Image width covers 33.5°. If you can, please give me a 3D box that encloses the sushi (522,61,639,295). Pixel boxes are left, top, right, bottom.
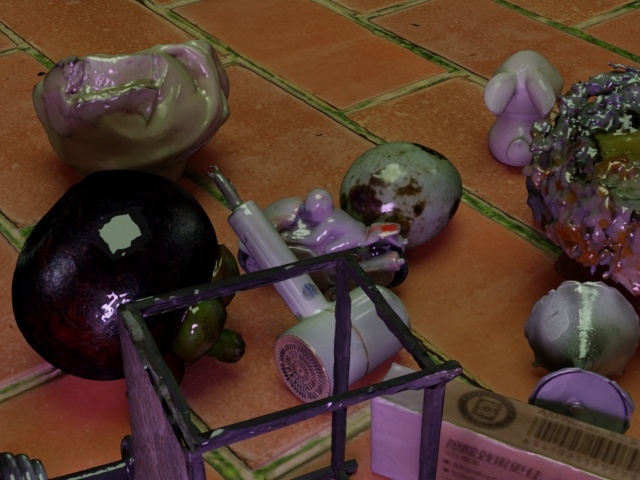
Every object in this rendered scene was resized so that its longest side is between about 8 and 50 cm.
[{"bbox_3d":[0.476,-0.075,1.478,0.417,0.176,0.418,3,45,-3],"label":"sushi"}]

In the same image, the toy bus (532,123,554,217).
[{"bbox_3d":[0.474,-0.083,1.690,0.262,0.150,0.128,14,67,18],"label":"toy bus"}]

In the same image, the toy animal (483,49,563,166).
[{"bbox_3d":[0.356,-0.227,1.876,0.127,0.193,0.179,9,44,14],"label":"toy animal"}]

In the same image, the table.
[{"bbox_3d":[-0.035,0.226,1.090,0.272,0.335,0.222,-13,37,-20],"label":"table"}]

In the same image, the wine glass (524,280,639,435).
[{"bbox_3d":[0.321,0.159,1.307,0.156,0.156,0.232,8,23,11],"label":"wine glass"}]

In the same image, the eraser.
[{"bbox_3d":[0.223,0.257,1.211,0.343,0.144,0.078,17,42,22],"label":"eraser"}]

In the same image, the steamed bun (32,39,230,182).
[{"bbox_3d":[-0.318,-0.192,1.790,0.346,0.238,0.394,-11,5,23],"label":"steamed bun"}]

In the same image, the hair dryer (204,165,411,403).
[{"bbox_3d":[-0.039,0.033,1.435,0.173,0.107,0.357,-29,80,-38],"label":"hair dryer"}]

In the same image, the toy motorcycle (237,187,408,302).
[{"bbox_3d":[0.000,0.000,1.560,0.260,0.171,0.110,4,36,10],"label":"toy motorcycle"}]

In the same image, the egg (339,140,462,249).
[{"bbox_3d":[0.132,-0.072,1.665,0.231,0.169,0.169,-13,34,-43],"label":"egg"}]

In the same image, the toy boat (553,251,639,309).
[{"bbox_3d":[0.507,0.046,1.565,0.317,0.099,0.141,8,63,12],"label":"toy boat"}]

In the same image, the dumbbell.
[{"bbox_3d":[-0.268,0.277,1.228,0.254,0.110,0.110,-11,36,-26],"label":"dumbbell"}]

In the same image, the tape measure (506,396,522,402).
[{"bbox_3d":[0.214,0.225,1.301,0.091,0.094,0.054,5,60,5],"label":"tape measure"}]

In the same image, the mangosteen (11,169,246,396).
[{"bbox_3d":[-0.252,0.057,1.406,0.300,0.300,0.300,0,35,0],"label":"mangosteen"}]
